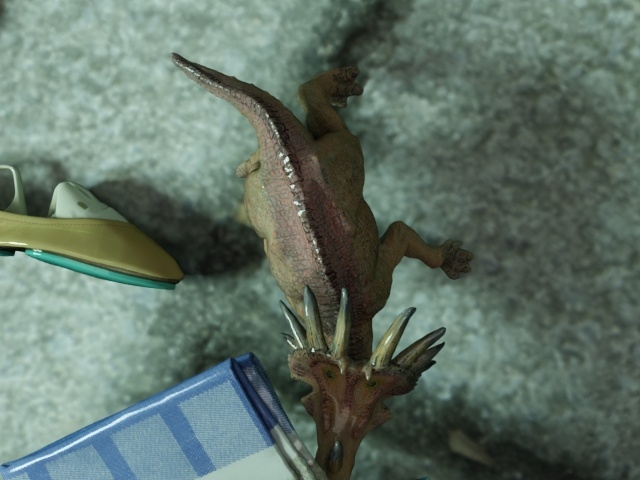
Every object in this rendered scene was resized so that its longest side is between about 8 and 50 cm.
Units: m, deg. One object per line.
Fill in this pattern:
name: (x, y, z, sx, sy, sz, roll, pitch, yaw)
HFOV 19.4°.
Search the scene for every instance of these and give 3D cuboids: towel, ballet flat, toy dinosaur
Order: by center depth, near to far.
towel: (-0.057, 0.226, 1.217, 0.209, 0.034, 0.285, -27, 101, 23)
toy dinosaur: (0.000, 0.000, 1.229, 0.127, 0.200, 0.296, -24, 105, 17)
ballet flat: (-0.208, -0.015, 1.334, 0.232, 0.080, 0.073, 8, 86, 6)

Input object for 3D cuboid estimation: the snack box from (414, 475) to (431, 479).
snack box: (-0.039, 0.314, 1.372, 0.322, 0.060, 0.187, -20, 95, 11)
